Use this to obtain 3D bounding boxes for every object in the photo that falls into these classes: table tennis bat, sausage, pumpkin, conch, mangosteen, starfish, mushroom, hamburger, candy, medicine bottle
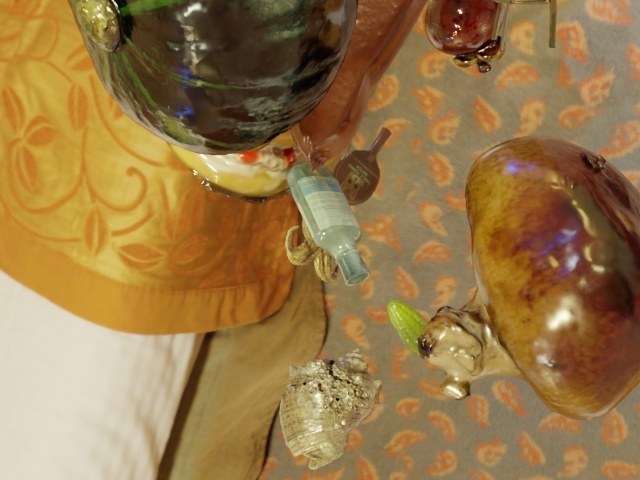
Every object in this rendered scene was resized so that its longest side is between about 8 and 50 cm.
[{"bbox_3d":[0.060,-0.160,1.353,0.170,0.107,0.119,-56,35,-2],"label":"table tennis bat"},{"bbox_3d":[0.054,-0.247,0.803,0.094,0.097,0.348,28,88,9],"label":"sausage"},{"bbox_3d":[-0.113,-0.224,0.622,0.315,0.238,0.315,35,141,35],"label":"pumpkin"},{"bbox_3d":[0.012,0.304,1.263,0.178,0.163,0.245,2,56,37],"label":"conch"},{"bbox_3d":[0.389,-0.556,1.758,0.215,0.215,0.257,-28,108,20],"label":"mangosteen"},{"bbox_3d":[0.008,0.002,1.214,0.053,0.210,0.150,17,53,39],"label":"starfish"},{"bbox_3d":[0.262,0.043,0.796,0.259,0.345,0.345,-26,81,32],"label":"mushroom"},{"bbox_3d":[-0.121,-0.207,1.089,0.261,0.303,0.186,37,129,2],"label":"hamburger"},{"bbox_3d":[0.256,0.242,1.908,0.097,0.097,0.209,-31,118,19],"label":"candy"},{"bbox_3d":[0.018,-0.028,1.054,0.054,0.090,0.208,-44,59,37],"label":"medicine bottle"}]

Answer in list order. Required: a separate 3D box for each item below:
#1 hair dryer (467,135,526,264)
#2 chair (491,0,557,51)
[{"bbox_3d":[0.339,-0.032,1.131,0.219,0.225,0.088,-51,31,8],"label":"hair dryer"},{"bbox_3d":[0.293,-0.388,0.967,0.104,0.095,0.221,17,116,31],"label":"chair"}]
